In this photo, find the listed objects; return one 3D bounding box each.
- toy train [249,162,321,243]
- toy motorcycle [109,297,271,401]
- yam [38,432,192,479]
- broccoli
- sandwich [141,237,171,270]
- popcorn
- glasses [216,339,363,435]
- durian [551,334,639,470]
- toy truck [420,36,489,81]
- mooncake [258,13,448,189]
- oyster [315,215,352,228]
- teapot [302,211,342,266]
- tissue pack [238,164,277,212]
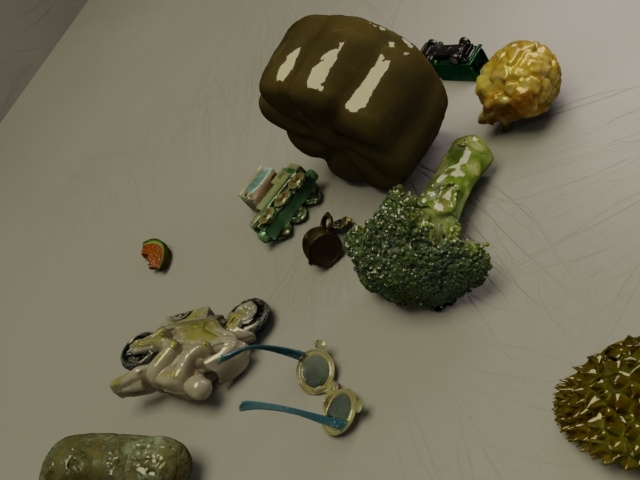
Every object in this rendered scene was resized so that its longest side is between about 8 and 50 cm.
[{"bbox_3d":[-0.084,-0.081,1.639,0.194,0.081,0.125,-51,31,-10],"label":"toy train"},{"bbox_3d":[-0.258,0.231,1.458,0.341,0.107,0.222,-16,39,16],"label":"toy motorcycle"},{"bbox_3d":[-0.376,0.418,1.361,0.331,0.133,0.133,-11,48,29],"label":"yam"},{"bbox_3d":[0.216,-0.049,1.307,0.361,0.221,0.252,-51,6,-14],"label":"broccoli"},{"bbox_3d":[-0.400,0.035,1.806,0.067,0.029,0.135,-48,41,-1],"label":"sandwich"},{"bbox_3d":[0.378,-0.297,1.426,0.180,0.170,0.180,-11,10,2],"label":"popcorn"},{"bbox_3d":[-0.063,0.253,1.238,0.189,0.221,0.088,53,131,49],"label":"glasses"},{"bbox_3d":[0.448,0.191,0.947,0.306,0.166,0.172,-36,70,13],"label":"durian"},{"bbox_3d":[0.289,-0.404,1.642,0.147,0.079,0.065,14,64,43],"label":"toy truck"},{"bbox_3d":[0.056,-0.264,1.478,0.379,0.378,0.200,14,68,44],"label":"mooncake"},{"bbox_3d":[0.027,-0.034,1.533,0.083,0.019,0.054,-10,10,14],"label":"oyster"},{"bbox_3d":[0.000,0.000,1.490,0.068,0.076,0.121,48,126,57],"label":"teapot"},{"bbox_3d":[-0.135,-0.116,1.708,0.059,0.074,0.094,23,72,44],"label":"tissue pack"}]
